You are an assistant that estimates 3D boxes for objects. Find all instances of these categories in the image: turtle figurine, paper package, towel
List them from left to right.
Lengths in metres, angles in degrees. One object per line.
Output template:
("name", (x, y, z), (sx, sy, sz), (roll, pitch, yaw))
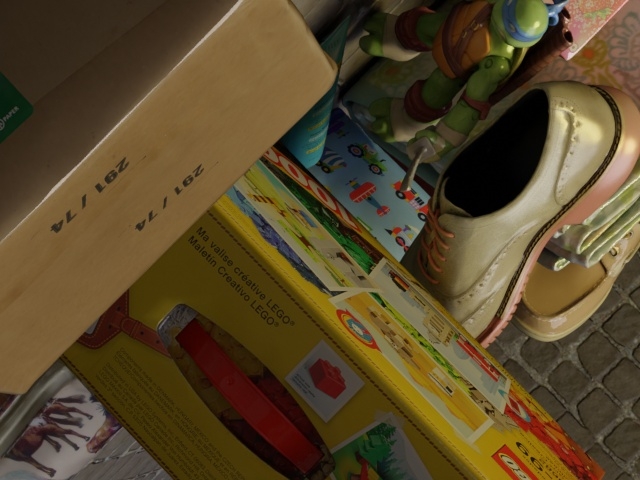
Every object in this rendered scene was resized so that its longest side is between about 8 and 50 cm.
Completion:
("paper package", (-0.169, -0.077, 1.148), (0.325, 0.168, 0.309), (-44, 169, 1))
("turtle figurine", (0.084, -0.180, 1.787), (0.275, 0.198, 0.266), (-39, -176, -19))
("towel", (0.253, -0.161, 2.026), (0.320, 0.374, 0.090), (-41, 144, -14))

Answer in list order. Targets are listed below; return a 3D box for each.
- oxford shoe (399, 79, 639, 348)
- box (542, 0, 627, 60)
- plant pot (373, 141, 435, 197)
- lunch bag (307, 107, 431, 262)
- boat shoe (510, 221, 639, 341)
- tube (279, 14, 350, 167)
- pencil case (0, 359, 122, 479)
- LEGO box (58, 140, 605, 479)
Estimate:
("oxford shoe", (0.137, -0.009, 1.808), (0.146, 0.140, 0.397), (13, 121, -46))
("box", (0.296, -0.345, 1.914), (0.300, 0.142, 0.154), (-46, -166, 4))
("plant pot", (0.224, -0.140, 2.335), (0.267, 0.236, 0.267), (-38, 169, -32))
("lunch bag", (0.000, 0.000, 2.019), (0.138, 0.221, 0.293), (-50, 169, 28))
("boat shoe", (0.350, -0.018, 2.354), (0.341, 0.122, 0.110), (-51, 170, -27))
("tube", (-0.011, -0.148, 1.898), (0.080, 0.052, 0.207), (-51, 168, -27))
("pencil case", (-0.311, 0.209, 1.780), (0.410, 0.160, 0.183), (-49, -176, 23))
("LEGO box", (-0.012, 0.114, 1.618), (0.193, 0.500, 0.372), (-46, 171, 12))
